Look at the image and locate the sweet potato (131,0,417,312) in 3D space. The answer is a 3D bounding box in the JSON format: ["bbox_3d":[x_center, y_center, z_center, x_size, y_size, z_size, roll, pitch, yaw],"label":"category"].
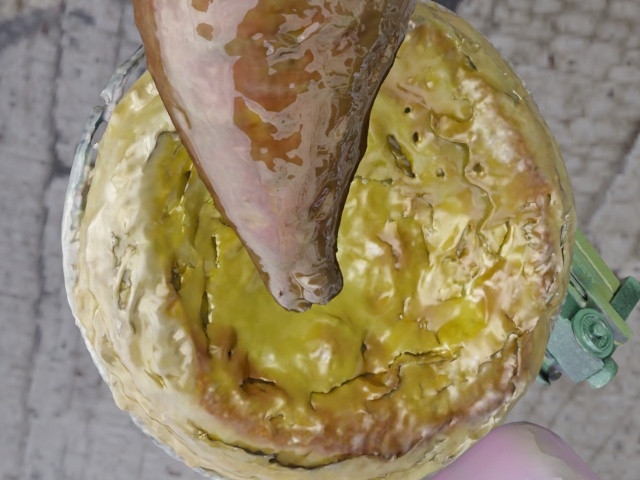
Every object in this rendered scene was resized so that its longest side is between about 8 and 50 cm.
[{"bbox_3d":[-0.010,-0.136,0.534,0.131,0.131,0.336,-1,116,8],"label":"sweet potato"}]

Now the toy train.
[{"bbox_3d":[0.119,0.020,0.829,0.122,0.081,0.050,50,131,-7],"label":"toy train"}]

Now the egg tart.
[{"bbox_3d":[0.000,0.000,0.688,0.234,0.234,0.094,20,175,-18],"label":"egg tart"}]

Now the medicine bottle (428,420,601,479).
[{"bbox_3d":[-0.003,0.197,0.360,0.291,0.178,0.178,-41,131,3],"label":"medicine bottle"}]
